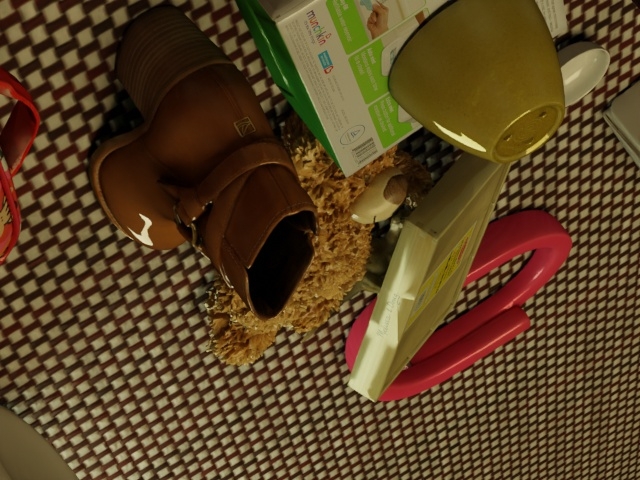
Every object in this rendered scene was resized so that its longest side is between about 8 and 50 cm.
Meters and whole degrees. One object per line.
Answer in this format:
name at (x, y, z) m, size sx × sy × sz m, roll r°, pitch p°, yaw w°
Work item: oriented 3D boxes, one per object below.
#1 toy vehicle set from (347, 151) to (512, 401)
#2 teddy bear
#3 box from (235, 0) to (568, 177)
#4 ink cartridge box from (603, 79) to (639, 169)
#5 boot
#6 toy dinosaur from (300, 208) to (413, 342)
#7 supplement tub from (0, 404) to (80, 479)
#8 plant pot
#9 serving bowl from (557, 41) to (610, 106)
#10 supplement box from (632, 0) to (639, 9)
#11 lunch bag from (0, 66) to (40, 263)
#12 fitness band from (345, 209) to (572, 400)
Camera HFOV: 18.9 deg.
toy vehicle set at (0.110, 0.024, 1.889) m, size 0.166 × 0.035 × 0.267 m, roll -47°, pitch 163°, yaw -38°
teddy bear at (0.000, 0.000, 1.781) m, size 0.245 × 0.113 × 0.338 m, roll -9°, pitch 143°, yaw -46°
box at (0.059, -0.204, 1.496) m, size 0.231 × 0.126 × 0.262 m, roll -35°, pitch 153°, yaw -3°
ink cartridge box at (0.446, -0.118, 2.104) m, size 0.198 × 0.114 × 0.273 m, roll -39°, pitch 153°, yaw 7°
boot at (-0.081, -0.024, 1.519) m, size 0.109 × 0.220 × 0.283 m, roll -21°, pitch 150°, yaw -27°
toy dinosaur at (0.049, 0.035, 1.980) m, size 0.183 × 0.053 × 0.093 m, roll -49°, pitch 136°, yaw 10°
supplement tub at (-0.364, 0.317, 1.736) m, size 0.316 × 0.228 × 0.228 m, roll -38°, pitch 154°, yaw 4°
plant pot at (0.135, -0.116, 1.485) m, size 0.134 × 0.095 × 0.134 m, roll -27°, pitch 154°, yaw -14°
serving bowl at (0.242, -0.166, 1.885) m, size 0.083 × 0.027 × 0.083 m, roll -27°, pitch 152°, yaw -16°
supplement box at (0.366, -0.290, 1.767) m, size 0.104 × 0.081 × 0.188 m, roll -6°, pitch 141°, yaw -44°
lunch bag at (-0.315, -0.049, 1.315) m, size 0.258 × 0.120 × 0.293 m, roll -28°, pitch 152°, yaw -16°
fitness band at (0.156, 0.071, 2.151) m, size 0.291 × 0.054 × 0.209 m, roll -32°, pitch 151°, yaw -10°
